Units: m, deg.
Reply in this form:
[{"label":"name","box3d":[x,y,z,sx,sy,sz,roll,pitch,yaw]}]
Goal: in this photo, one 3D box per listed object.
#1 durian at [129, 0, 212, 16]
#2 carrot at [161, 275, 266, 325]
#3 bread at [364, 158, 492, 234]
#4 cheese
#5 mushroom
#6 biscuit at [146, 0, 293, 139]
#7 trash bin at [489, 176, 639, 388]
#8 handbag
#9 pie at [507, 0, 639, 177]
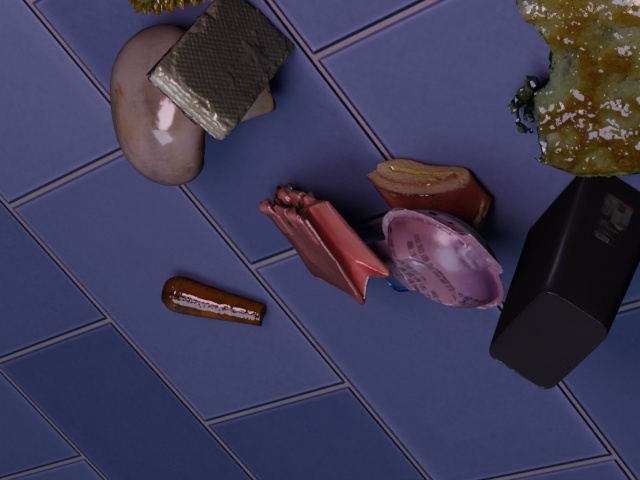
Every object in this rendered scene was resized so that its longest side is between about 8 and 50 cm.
[{"label":"durian","box3d":[-0.161,-0.367,1.648,0.237,0.138,0.193,56,143,39]},{"label":"carrot","box3d":[-0.162,0.095,2.129,0.162,0.055,0.055,13,135,8]},{"label":"bread","box3d":[0.157,-0.039,1.816,0.192,0.067,0.119,45,135,-16]},{"label":"cheese","box3d":[0.136,0.027,1.788,0.189,0.074,0.286,46,158,-13]},{"label":"mushroom","box3d":[-0.180,-0.186,1.806,0.206,0.209,0.206,44,156,25]},{"label":"biscuit","box3d":[-0.117,-0.218,1.703,0.121,0.199,0.040,43,135,-12]},{"label":"trash bin","box3d":[0.302,0.047,1.702,0.115,0.225,0.165,34,137,-2]},{"label":"handbag","box3d":[0.000,0.000,1.866,0.157,0.059,0.212,50,171,-18]},{"label":"pie","box3d":[0.346,-0.210,1.552,0.297,0.078,0.371,11,135,20]}]
